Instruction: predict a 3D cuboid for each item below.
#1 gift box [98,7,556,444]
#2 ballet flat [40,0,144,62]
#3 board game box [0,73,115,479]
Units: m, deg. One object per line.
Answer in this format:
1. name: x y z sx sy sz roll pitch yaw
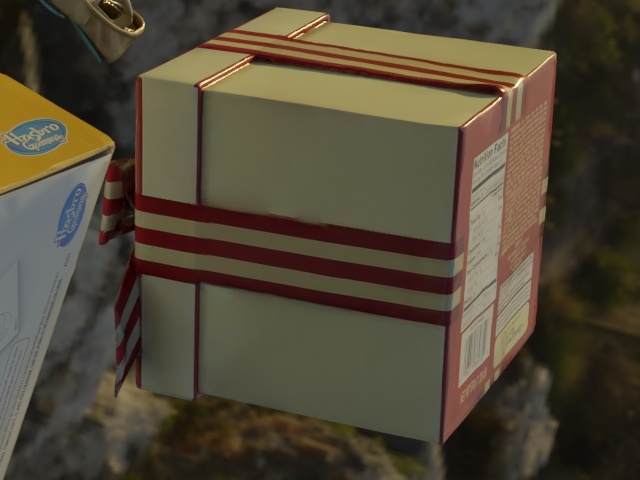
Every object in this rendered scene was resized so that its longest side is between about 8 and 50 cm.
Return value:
1. gift box: 0.000 0.000 1.293 0.255 0.258 0.276 -30 129 -64
2. ballet flat: -0.248 -0.260 1.950 0.073 0.080 0.232 -33 158 4
3. board game box: -0.218 0.086 0.651 0.316 0.064 0.242 -27 144 -57
